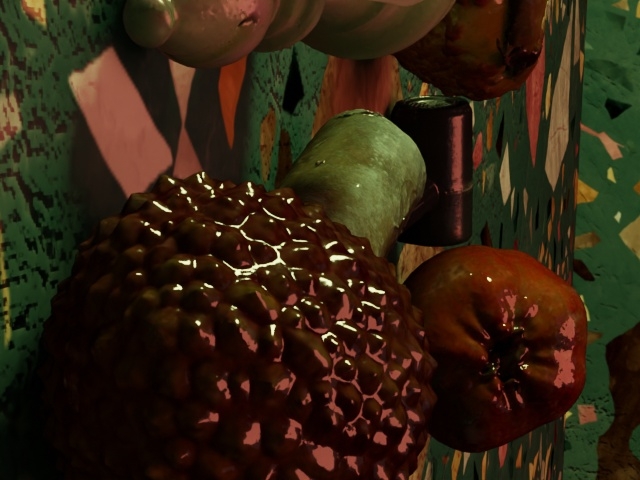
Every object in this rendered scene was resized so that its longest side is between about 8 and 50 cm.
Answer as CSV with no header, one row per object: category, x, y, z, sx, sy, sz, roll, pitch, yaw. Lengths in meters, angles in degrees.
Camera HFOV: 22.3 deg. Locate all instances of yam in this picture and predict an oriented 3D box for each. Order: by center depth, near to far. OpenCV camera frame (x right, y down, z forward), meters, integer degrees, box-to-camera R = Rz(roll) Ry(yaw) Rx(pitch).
yam,0.000,0.000,1.014,0.259,0.093,0.093,-58,148,-61

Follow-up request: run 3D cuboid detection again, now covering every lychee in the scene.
lychee,-0.044,0.056,0.721,0.188,0.188,0.188,4,90,-75

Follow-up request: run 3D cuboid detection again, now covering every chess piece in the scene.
chess piece,-0.026,-0.143,0.866,0.272,0.139,0.139,-36,129,-56

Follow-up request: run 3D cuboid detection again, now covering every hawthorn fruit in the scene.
hawthorn fruit,0.138,0.084,1.420,0.202,0.185,0.185,-114,-155,-78

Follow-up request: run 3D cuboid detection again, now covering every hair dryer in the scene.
hair dryer,0.068,-0.039,1.341,0.219,0.071,0.124,-39,129,-59

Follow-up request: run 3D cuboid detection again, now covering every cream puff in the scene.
cream puff,0.113,-0.227,1.261,0.240,0.164,0.240,12,90,-88

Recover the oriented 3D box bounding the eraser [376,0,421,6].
eraser,0.018,-0.274,0.836,0.078,0.076,0.298,4,69,-43
